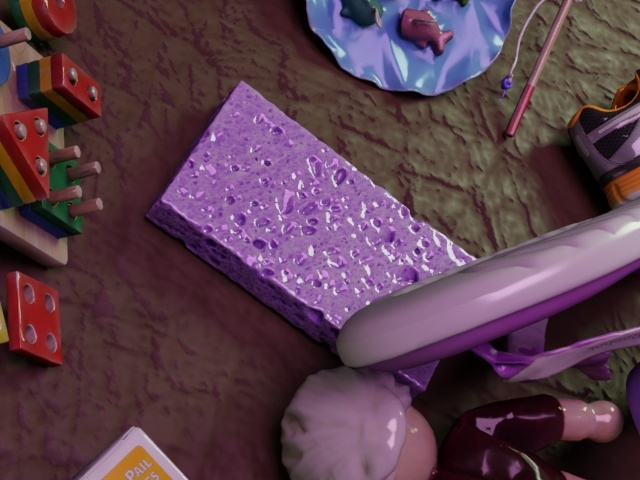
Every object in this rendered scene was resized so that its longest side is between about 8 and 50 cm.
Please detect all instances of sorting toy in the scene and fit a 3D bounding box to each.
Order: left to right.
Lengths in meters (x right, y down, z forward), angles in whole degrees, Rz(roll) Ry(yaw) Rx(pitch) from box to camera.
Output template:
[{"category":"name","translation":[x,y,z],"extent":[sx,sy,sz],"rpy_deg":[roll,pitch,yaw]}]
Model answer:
[{"category":"sorting toy","translation":[-0.168,-0.060,0.765],"extent":[0.132,0.046,0.274],"rpy_deg":[44,36,-61]}]

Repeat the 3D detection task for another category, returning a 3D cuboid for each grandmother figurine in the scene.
[{"category":"grandmother figurine","translation":[0.128,0.182,0.825],"extent":[0.342,0.104,0.208],"rpy_deg":[30,46,-9]}]

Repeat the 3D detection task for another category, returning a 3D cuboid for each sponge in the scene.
[{"category":"sponge","translation":[0.000,0.000,0.886],"extent":[0.210,0.031,0.117],"rpy_deg":[37,53,-8]}]

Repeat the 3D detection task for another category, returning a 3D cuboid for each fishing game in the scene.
[{"category":"fishing game","translation":[0.072,-0.200,0.991],"extent":[0.264,0.041,0.189],"rpy_deg":[30,75,-17]}]

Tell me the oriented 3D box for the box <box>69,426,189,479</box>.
[{"category":"box","translation":[-0.078,0.214,0.685],"extent":[0.203,0.103,0.114],"rpy_deg":[47,52,0]}]

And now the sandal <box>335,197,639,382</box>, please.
[{"category":"sandal","translation":[0.184,0.034,0.861],"extent":[0.416,0.169,0.102],"rpy_deg":[-17,85,-45]}]

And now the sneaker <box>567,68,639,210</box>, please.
[{"category":"sneaker","translation":[0.278,-0.106,1.066],"extent":[0.215,0.084,0.083],"rpy_deg":[-35,80,-36]}]

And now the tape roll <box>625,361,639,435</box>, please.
[{"category":"tape roll","translation":[0.327,0.156,0.869],"extent":[0.275,0.090,0.275],"rpy_deg":[36,21,-16]}]
